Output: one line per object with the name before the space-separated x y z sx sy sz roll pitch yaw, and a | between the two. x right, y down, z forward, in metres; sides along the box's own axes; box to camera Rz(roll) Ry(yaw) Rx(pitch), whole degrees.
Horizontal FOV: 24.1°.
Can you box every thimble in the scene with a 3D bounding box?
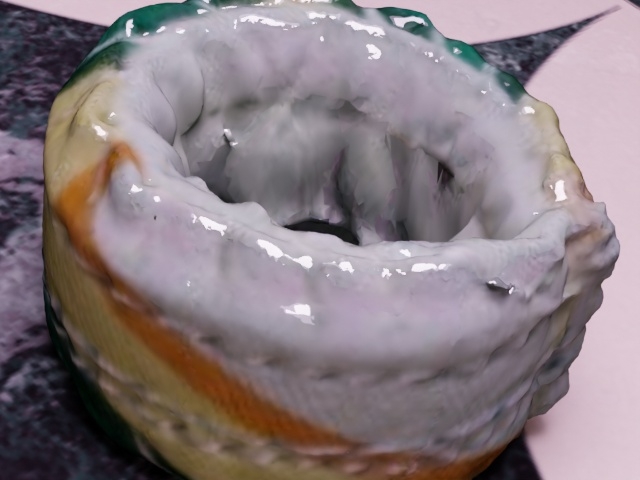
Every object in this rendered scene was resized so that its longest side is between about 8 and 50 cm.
thimble | 0.000 0.000 0.763 0.288 0.167 0.254 20 42 8
